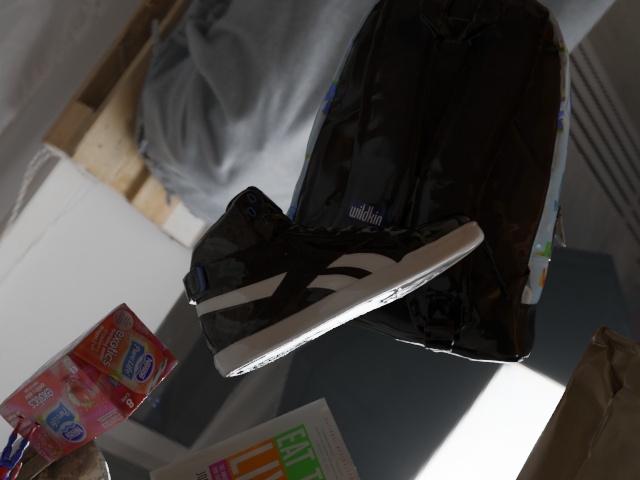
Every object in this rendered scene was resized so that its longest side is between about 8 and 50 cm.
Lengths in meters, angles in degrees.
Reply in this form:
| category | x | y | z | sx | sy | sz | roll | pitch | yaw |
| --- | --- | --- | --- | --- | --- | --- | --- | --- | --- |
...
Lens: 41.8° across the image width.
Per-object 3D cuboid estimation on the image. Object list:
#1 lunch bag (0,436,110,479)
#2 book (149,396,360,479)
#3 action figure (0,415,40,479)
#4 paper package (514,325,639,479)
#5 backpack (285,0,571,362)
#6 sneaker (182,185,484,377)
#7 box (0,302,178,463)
| category | x | y | z | sx | sy | sz | roll | pitch | yaw |
| --- | --- | --- | --- | --- | --- | --- | --- | --- | --- |
| lunch bag | -0.501 | 0.457 | 1.405 | 0.212 | 0.305 | 0.256 | 36 | 137 | 16 |
| book | -0.045 | 0.186 | 0.614 | 0.035 | 0.144 | 0.096 | 73 | 172 | -50 |
| action figure | -0.416 | 0.294 | 1.116 | 0.038 | 0.115 | 0.030 | 27 | 167 | -15 |
| paper package | 0.239 | 0.264 | 0.470 | 0.325 | 0.309 | 0.168 | 28 | -177 | -18 |
| backpack | 0.120 | -0.093 | 0.868 | 0.290 | 0.355 | 0.273 | 12 | -166 | 17 |
| sneaker | 0.000 | 0.000 | 0.611 | 0.121 | 0.217 | 0.079 | 63 | 177 | 11 |
| box | -0.343 | 0.213 | 1.221 | 0.122 | 0.128 | 0.257 | 50 | 131 | -8 |
